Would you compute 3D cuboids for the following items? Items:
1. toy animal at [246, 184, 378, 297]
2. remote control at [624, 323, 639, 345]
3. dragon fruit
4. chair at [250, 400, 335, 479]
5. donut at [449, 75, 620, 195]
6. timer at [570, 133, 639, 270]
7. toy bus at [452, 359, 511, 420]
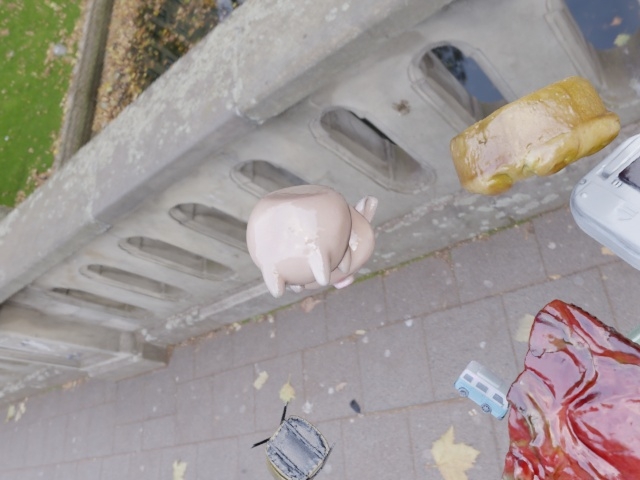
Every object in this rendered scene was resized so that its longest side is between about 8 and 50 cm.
[{"bbox_3d":[-0.011,-0.004,0.751,0.166,0.250,0.154,-11,84,16],"label":"toy animal"},{"bbox_3d":[0.740,0.165,1.106,0.309,0.090,0.038,-43,21,9],"label":"remote control"},{"bbox_3d":[0.384,0.290,0.728,0.329,0.228,0.286,-53,41,4],"label":"dragon fruit"},{"bbox_3d":[-0.072,0.551,1.370,0.158,0.247,0.172,37,72,18],"label":"chair"},{"bbox_3d":[0.410,-0.197,1.034,0.299,0.317,0.150,-27,89,28],"label":"donut"},{"bbox_3d":[0.601,-0.076,0.946,0.237,0.087,0.262,-44,44,7],"label":"timer"},{"bbox_3d":[0.364,0.324,1.157,0.123,0.060,0.075,34,125,22],"label":"toy bus"}]
